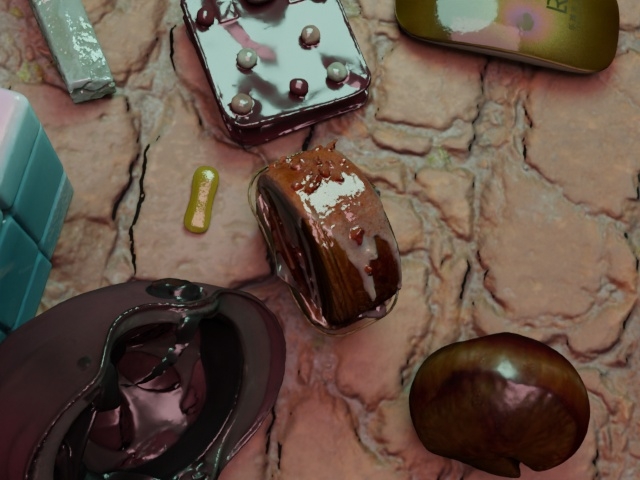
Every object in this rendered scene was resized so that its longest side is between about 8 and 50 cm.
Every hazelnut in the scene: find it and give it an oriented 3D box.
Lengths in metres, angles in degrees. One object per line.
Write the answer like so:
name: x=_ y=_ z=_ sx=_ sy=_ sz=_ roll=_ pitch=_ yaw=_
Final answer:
hazelnut: x=0.205 y=0.181 z=1.053 sx=0.204 sy=0.178 sz=0.177 roll=-10 pitch=76 yaw=23

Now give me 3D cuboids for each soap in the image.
soap: x=-0.150 y=-0.052 z=1.143 sx=0.034 sy=0.012 sz=0.089 roll=10 pitch=76 yaw=-3

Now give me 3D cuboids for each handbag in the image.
handbag: x=-0.055 y=-0.248 z=1.169 sx=0.203 sy=0.074 sz=0.216 roll=-19 pitch=79 yaw=-11

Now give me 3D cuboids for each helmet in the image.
helmet: x=-0.215 y=0.162 z=0.975 sx=0.197 sy=0.270 sz=0.338 roll=18 pitch=31 yaw=32

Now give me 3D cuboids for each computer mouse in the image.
computer mouse: x=0.256 y=-0.313 z=1.219 sx=0.311 sy=0.072 sz=0.158 roll=12 pitch=74 yaw=-2

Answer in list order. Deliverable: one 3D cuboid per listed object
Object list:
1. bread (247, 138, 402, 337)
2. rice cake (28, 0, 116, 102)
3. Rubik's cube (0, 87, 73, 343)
bread: x=0.000 y=0.000 z=1.046 sx=0.143 sy=0.212 sz=0.224 roll=-25 pitch=82 yaw=-15
rice cake: x=-0.350 y=-0.333 z=1.165 sx=0.066 sy=0.063 sz=0.336 roll=-21 pitch=78 yaw=-19
Rubik's cube: x=-0.472 y=0.000 z=0.941 sx=0.319 sy=0.322 sz=0.315 roll=15 pitch=74 yaw=-3
